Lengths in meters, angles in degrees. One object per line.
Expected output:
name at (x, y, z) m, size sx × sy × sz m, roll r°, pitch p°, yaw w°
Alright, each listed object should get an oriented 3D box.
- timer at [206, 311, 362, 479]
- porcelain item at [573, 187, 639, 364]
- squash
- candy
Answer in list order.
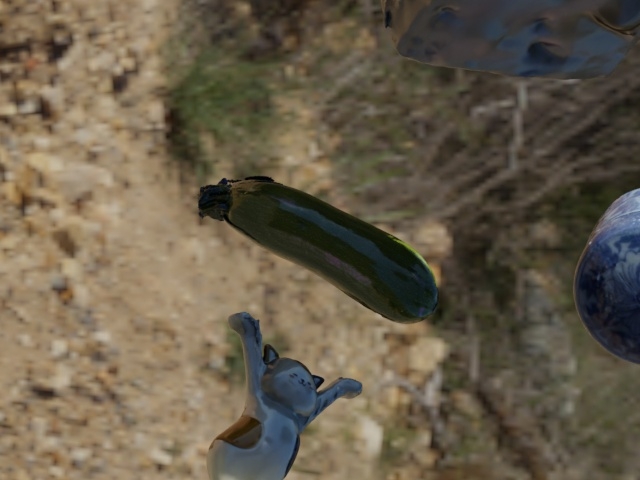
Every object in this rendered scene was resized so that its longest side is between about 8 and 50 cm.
timer at (-0.061, 0.205, 1.694) m, size 0.175 × 0.175 × 0.266 m, roll 42°, pitch 54°, yaw -35°
porcelain item at (0.309, 0.033, 1.798) m, size 0.114 × 0.147 × 0.147 m, roll -47°, pitch 124°, yaw -61°
squash at (0.000, 0.000, 1.288) m, size 0.052 × 0.183 × 0.052 m, roll -47°, pitch 153°, yaw -32°
candy at (0.128, -0.203, 1.224) m, size 0.185 × 0.137 × 0.195 m, roll 2°, pitch 55°, yaw -24°
